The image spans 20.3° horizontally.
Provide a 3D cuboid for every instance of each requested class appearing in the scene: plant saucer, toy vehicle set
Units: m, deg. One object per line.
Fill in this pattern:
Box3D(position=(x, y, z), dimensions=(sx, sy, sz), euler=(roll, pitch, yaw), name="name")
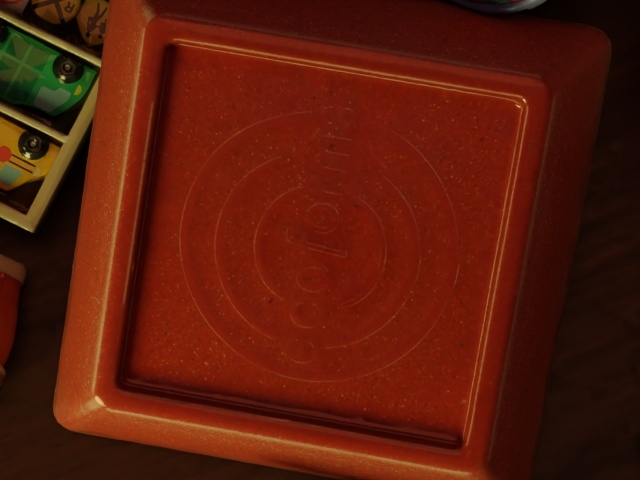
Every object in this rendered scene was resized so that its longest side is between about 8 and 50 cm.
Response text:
Box3D(position=(0.000, 0.000, 0.913), dimensions=(0.259, 0.048, 0.258), euler=(10, 99, 4), name="plant saucer")
Box3D(position=(-0.236, -0.135, 0.977), dimensions=(0.267, 0.035, 0.166), euler=(26, 88, -1), name="toy vehicle set")

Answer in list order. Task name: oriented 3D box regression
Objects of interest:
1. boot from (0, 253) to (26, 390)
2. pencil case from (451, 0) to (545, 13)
Box3D(position=(-0.237, 0.026, 0.961), dimensions=(0.158, 0.059, 0.084), euler=(16, 72, -3), name="boot")
Box3D(position=(0.127, -0.255, 0.946), dimensions=(0.133, 0.119, 0.306), euler=(39, 51, -10), name="pencil case")
